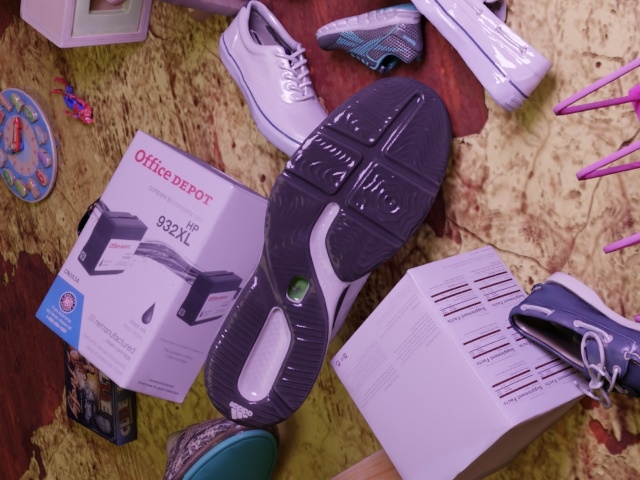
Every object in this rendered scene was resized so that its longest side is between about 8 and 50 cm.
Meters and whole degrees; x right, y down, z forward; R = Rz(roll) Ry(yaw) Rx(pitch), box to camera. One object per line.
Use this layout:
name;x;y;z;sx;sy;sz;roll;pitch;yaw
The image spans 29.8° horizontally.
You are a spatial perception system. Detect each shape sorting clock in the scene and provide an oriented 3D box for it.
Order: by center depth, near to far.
shape sorting clock;-0.529;-0.167;2.125;0.206;0.040;0.206;17;113;45

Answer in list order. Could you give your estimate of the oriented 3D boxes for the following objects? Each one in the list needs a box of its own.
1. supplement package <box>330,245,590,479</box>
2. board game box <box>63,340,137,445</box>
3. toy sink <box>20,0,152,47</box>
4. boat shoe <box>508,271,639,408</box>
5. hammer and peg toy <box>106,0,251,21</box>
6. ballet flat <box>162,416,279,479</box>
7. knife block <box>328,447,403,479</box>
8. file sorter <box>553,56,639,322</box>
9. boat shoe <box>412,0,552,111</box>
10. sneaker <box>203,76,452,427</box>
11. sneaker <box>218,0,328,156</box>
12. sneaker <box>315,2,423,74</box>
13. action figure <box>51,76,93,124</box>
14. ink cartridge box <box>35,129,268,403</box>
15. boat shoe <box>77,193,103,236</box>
supplement package;0.155;0.152;1.362;0.203;0.149;0.194;57;136;20
board game box;-0.381;0.211;2.064;0.165;0.042;0.243;17;113;45
toy sink;-0.327;-0.412;1.746;0.131;0.153;0.234;37;125;36
boat shoe;0.289;0.115;1.212;0.254;0.079;0.095;41;160;46
hammer and peg toy;-0.214;-0.462;1.544;0.127;0.266;0.361;-26;80;27
ballet flat;-0.189;0.397;1.834;0.182;0.164;0.483;-119;37;-47
knife block;0.060;0.322;1.564;0.242;0.088;0.276;23;118;42
file sorter;0.360;-0.033;1.055;0.202;0.182;0.291;-29;79;49
boat shoe;0.170;-0.239;1.306;0.076;0.083;0.226;-42;66;16
sneaker;-0.001;0.000;1.483;0.169;0.257;0.447;30;95;-3
sneaker;-0.050;-0.203;1.534;0.258;0.094;0.091;53;139;26
sneaker;0.059;-0.233;1.432;0.166;0.065;0.076;-2;103;50
action figure;-0.408;-0.225;1.983;0.115;0.030;0.038;42;124;30
ink cartridge box;-0.223;0.034;1.668;0.223;0.129;0.307;31;92;39
boat shoe;-0.359;-0.042;1.970;0.133;0.042;0.049;-47;64;43
